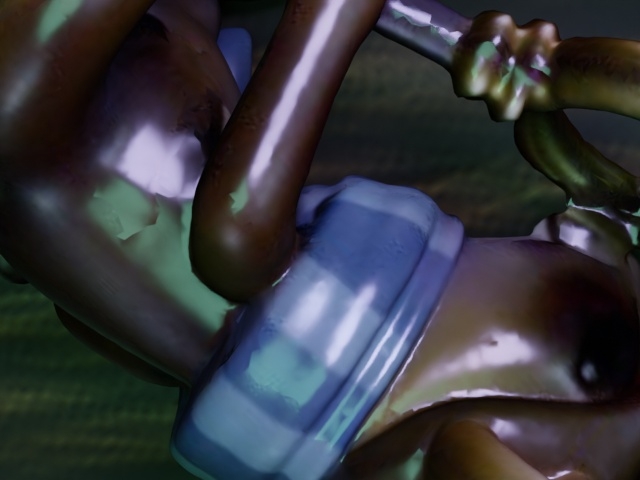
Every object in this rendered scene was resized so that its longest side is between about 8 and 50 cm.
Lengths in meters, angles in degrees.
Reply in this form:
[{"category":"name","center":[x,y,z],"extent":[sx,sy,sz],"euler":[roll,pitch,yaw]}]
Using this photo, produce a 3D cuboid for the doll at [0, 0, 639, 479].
[{"category":"doll","center":[0.002,-0.003,0.715],"extent":[0.340,0.209,0.318],"euler":[42,142,7]}]
